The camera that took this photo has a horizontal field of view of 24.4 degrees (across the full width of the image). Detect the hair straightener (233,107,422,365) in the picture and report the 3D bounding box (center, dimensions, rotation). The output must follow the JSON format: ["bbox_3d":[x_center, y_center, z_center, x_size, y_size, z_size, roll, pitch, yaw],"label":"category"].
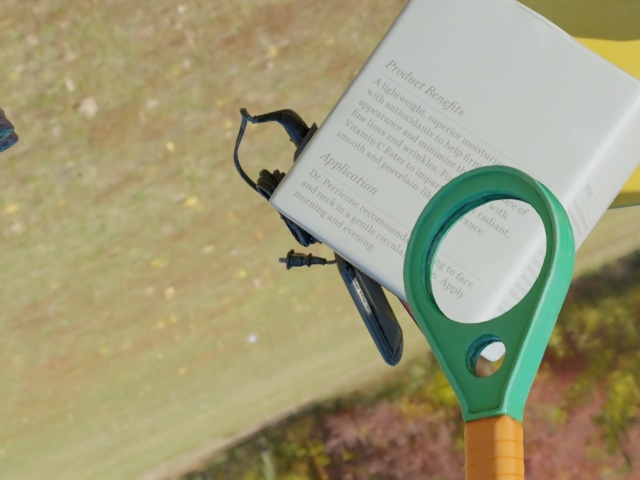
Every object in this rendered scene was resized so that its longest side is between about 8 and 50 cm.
[{"bbox_3d":[0.000,0.000,1.059,0.089,0.230,0.047,-25,-155,27],"label":"hair straightener"}]

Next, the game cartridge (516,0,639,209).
[{"bbox_3d":[0.365,-0.183,1.647,0.323,0.285,0.053,-7,-173,-4],"label":"game cartridge"}]

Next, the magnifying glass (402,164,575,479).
[{"bbox_3d":[0.084,0.067,0.729,0.092,0.231,0.026,-16,149,31],"label":"magnifying glass"}]

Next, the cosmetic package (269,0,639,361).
[{"bbox_3d":[0.094,-0.045,0.920,0.184,0.151,0.151,-54,164,1],"label":"cosmetic package"}]

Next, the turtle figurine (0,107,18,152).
[{"bbox_3d":[-0.324,-0.175,1.195,0.118,0.234,0.175,-29,180,9],"label":"turtle figurine"}]
